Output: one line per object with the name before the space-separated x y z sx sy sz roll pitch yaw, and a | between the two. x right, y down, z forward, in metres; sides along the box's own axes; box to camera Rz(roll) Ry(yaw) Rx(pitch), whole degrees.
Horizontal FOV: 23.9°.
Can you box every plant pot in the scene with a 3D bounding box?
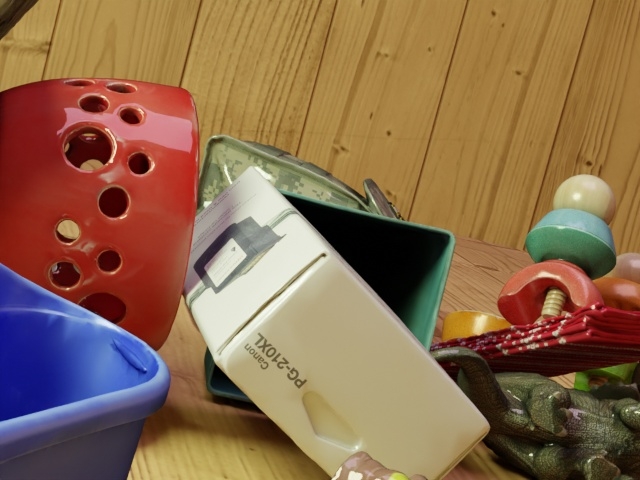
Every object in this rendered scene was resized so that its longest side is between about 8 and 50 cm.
plant pot | -0.185 -0.025 1.049 0.174 0.191 0.191 9 8 -17
plant pot | -0.009 0.051 1.284 0.165 0.165 0.234 14 0 -10

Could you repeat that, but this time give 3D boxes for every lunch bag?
lunch bag | 0.000 0.000 1.668 0.287 0.169 0.235 23 4 4

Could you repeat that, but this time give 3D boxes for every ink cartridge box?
ink cartridge box | -0.004 0.064 1.028 0.172 0.100 0.237 47 1 -21

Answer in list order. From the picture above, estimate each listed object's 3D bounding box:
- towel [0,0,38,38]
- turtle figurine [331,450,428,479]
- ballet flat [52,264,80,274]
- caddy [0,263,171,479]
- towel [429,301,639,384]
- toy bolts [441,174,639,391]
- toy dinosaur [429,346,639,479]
towel | -0.320 -0.077 1.041 0.056 0.324 0.312 43 2 -11
turtle figurine | 0.103 0.175 0.781 0.217 0.087 0.269 20 9 36
ballet flat | -0.265 0.029 1.203 0.086 0.086 0.248 17 8 19
caddy | -0.208 0.068 0.604 0.241 0.179 0.341 18 7 17
towel | 0.191 0.098 1.342 0.199 0.031 0.275 8 -17 -43
toy bolts | 0.233 0.039 1.494 0.218 0.158 0.228 11 -28 22
toy dinosaur | 0.189 0.150 1.190 0.314 0.121 0.160 7 -2 -25
